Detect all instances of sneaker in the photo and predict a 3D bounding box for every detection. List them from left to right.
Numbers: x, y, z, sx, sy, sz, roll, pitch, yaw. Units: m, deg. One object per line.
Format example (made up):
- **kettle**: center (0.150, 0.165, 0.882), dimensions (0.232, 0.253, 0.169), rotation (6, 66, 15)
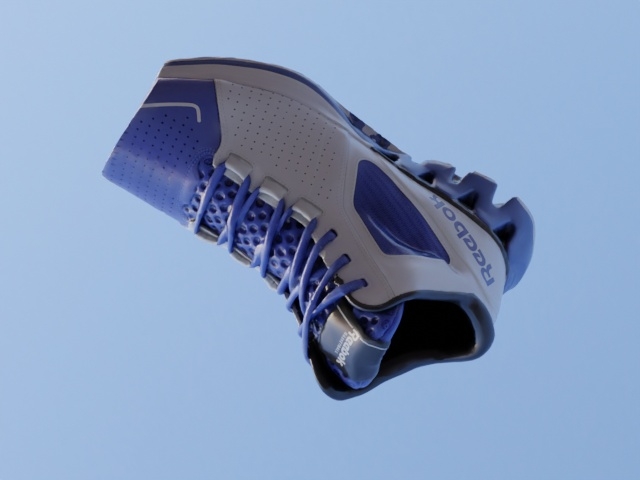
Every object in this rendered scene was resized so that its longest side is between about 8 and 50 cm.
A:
- **sneaker**: center (0.001, 0.001, 1.321), dimensions (0.315, 0.127, 0.182), rotation (22, -142, -7)
